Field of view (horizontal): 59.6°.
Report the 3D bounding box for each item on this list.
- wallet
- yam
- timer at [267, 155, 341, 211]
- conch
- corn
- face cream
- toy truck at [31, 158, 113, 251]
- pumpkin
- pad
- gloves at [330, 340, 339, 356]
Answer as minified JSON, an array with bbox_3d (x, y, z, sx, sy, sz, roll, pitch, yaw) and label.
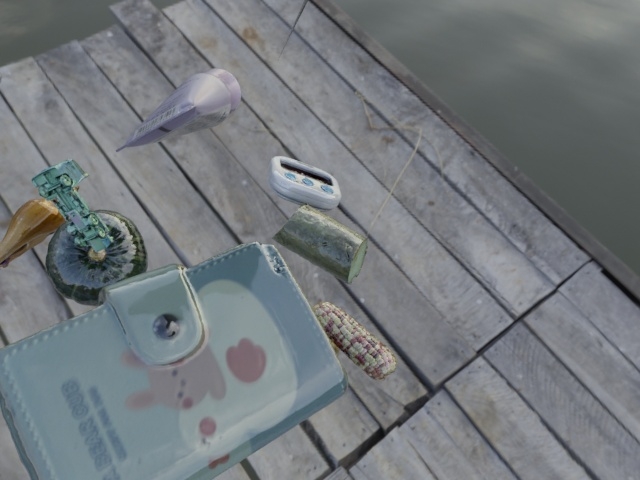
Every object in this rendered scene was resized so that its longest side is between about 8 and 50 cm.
[{"bbox_3d":[-0.167,0.154,0.653,0.360,0.083,0.252,-24,81,-28],"label":"wallet"},{"bbox_3d":[0.000,0.000,1.749,0.304,0.168,0.168,31,60,14],"label":"yam"},{"bbox_3d":[-0.058,-0.195,1.941,0.261,0.087,0.237,18,24,-16],"label":"timer"},{"bbox_3d":[-0.709,-0.024,1.330,0.330,0.109,0.093,-39,103,-13],"label":"conch"},{"bbox_3d":[0.078,0.238,1.360,0.253,0.086,0.086,41,63,14],"label":"corn"},{"bbox_3d":[-0.225,-0.222,0.954,0.154,0.096,0.274,-19,21,23],"label":"face cream"},{"bbox_3d":[-0.446,-0.065,1.040,0.067,0.175,0.081,-21,23,19],"label":"toy truck"},{"bbox_3d":[-0.478,0.038,1.208,0.211,0.152,0.212,1,88,-19],"label":"pumpkin"},{"bbox_3d":[-0.063,-0.317,0.805,0.055,0.250,0.323,43,74,-8],"label":"pad"},{"bbox_3d":[-0.045,0.314,1.430,0.203,0.356,0.156,-4,94,17],"label":"gloves"}]
